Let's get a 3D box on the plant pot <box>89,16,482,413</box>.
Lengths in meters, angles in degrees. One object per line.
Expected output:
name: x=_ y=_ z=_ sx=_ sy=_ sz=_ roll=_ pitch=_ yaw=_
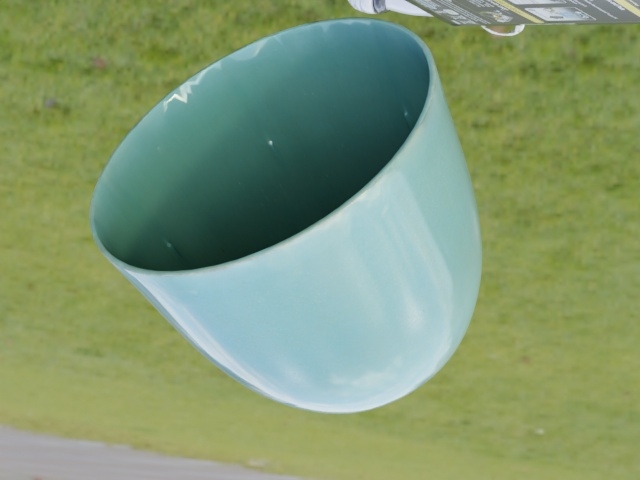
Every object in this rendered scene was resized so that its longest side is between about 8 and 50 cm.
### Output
plant pot: x=0.000 y=0.000 z=0.990 sx=0.293 sy=0.293 sz=0.235 roll=-5 pitch=133 yaw=32

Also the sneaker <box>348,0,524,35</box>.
sneaker: x=0.158 y=-0.393 z=1.261 sx=0.210 sy=0.365 sz=0.137 roll=20 pitch=-152 yaw=16

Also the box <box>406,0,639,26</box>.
box: x=0.127 y=-0.243 z=0.833 sx=0.318 sy=0.097 sz=0.395 roll=9 pitch=177 yaw=39
